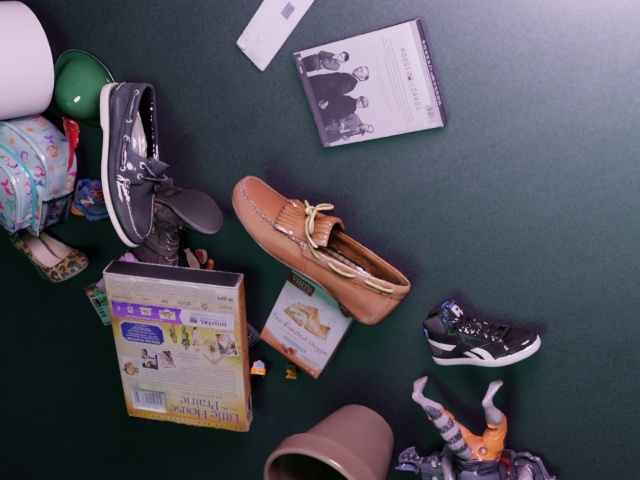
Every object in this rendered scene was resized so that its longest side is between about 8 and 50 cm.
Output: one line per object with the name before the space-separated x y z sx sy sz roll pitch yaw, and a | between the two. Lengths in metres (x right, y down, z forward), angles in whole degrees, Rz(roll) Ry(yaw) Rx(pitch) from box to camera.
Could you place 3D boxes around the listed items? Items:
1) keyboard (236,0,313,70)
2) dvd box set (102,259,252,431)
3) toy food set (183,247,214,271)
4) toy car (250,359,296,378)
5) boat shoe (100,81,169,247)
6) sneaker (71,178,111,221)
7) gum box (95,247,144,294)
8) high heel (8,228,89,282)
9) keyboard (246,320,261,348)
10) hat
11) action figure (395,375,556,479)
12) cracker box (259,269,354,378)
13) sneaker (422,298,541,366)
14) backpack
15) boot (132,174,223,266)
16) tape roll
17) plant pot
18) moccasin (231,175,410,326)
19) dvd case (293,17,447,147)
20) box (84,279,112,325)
keyboard | -0.062 -0.403 1.278 0.072 0.014 0.256 43 131 -3
dvd box set | -0.315 0.248 1.694 0.308 0.062 0.420 5 121 10
toy food set | -0.254 0.067 1.666 0.078 0.019 0.122 -11 105 36
toy car | -0.106 0.297 1.706 0.122 0.060 0.040 0 73 14
boat shoe | -0.360 -0.160 1.491 0.113 0.127 0.339 -10 77 16
sneaker | -0.500 -0.092 1.669 0.221 0.083 0.087 12 106 43
gum box | -0.413 0.123 1.735 0.188 0.062 0.107 43 110 -7
high heel | -0.686 0.010 1.853 0.261 0.093 0.186 -6 119 44
keyboard | -0.226 0.183 1.693 0.180 0.023 0.108 45 135 -9
hat | -0.536 -0.283 1.533 0.209 0.183 0.172 24 126 19
action figure | 0.260 0.437 1.455 0.342 0.179 0.330 -12 100 34
cracker box | -0.017 0.159 1.535 0.156 0.067 0.232 34 129 11
sneaker | 0.276 0.161 1.341 0.217 0.079 0.121 -13 110 38
backpack | -0.680 -0.158 1.704 0.225 0.191 0.253 39 124 13
boot | -0.320 -0.011 1.624 0.263 0.091 0.228 31 130 27
tape roll | -0.699 -0.374 1.561 0.246 0.169 0.246 20 120 39
plant pot | 0.048 0.475 1.570 0.263 0.229 0.262 15 123 25
moccasin | -0.001 0.001 1.390 0.380 0.139 0.147 41 124 9
dvd case | 0.081 -0.259 1.257 0.239 0.029 0.179 -5 113 34
box | -0.491 0.143 1.848 0.207 0.036 0.114 -14 108 37
